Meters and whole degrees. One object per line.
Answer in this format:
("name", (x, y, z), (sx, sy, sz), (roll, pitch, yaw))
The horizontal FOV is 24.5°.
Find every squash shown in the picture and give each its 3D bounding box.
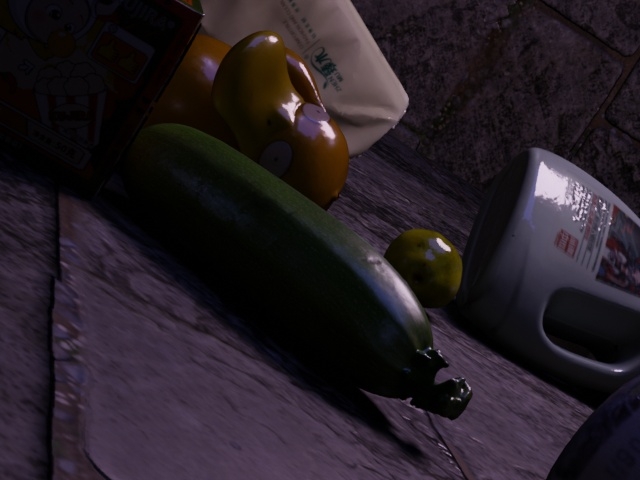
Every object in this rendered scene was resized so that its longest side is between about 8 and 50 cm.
("squash", (-0.026, 0.015, 1.177), (0.378, 0.101, 0.101), (39, 11, 29))

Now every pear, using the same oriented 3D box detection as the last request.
("pear", (0.111, 0.028, 1.614), (0.092, 0.092, 0.097), (31, 10, -10))

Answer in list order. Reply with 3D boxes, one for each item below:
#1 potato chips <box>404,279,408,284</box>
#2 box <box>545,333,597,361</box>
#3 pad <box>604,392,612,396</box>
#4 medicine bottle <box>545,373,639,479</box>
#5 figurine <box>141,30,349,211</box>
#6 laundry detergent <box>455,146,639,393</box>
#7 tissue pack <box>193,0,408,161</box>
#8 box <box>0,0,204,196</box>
("potato chips", (0.000, 0.001, 1.561), (0.207, 0.028, 0.092), (36, 11, 29))
("box", (0.334, 0.088, 2.010), (0.203, 0.106, 0.251), (36, 8, 28))
("pad", (0.411, 0.226, 1.851), (0.112, 0.003, 0.157), (25, 12, -40))
("medicine bottle", (0.289, 0.219, 0.965), (0.273, 0.165, 0.165), (38, 10, 31))
("figurine", (-0.090, -0.108, 1.385), (0.228, 0.215, 0.215), (11, -7, 38))
("laundry detergent", (0.362, 0.087, 1.776), (0.397, 0.124, 0.264), (33, 52, -13))
("tissue pack", (-0.086, -0.287, 1.895), (0.297, 0.207, 0.380), (42, -8, 50))
("box", (-0.222, -0.167, 1.208), (0.195, 0.177, 0.148), (31, 9, -13))
